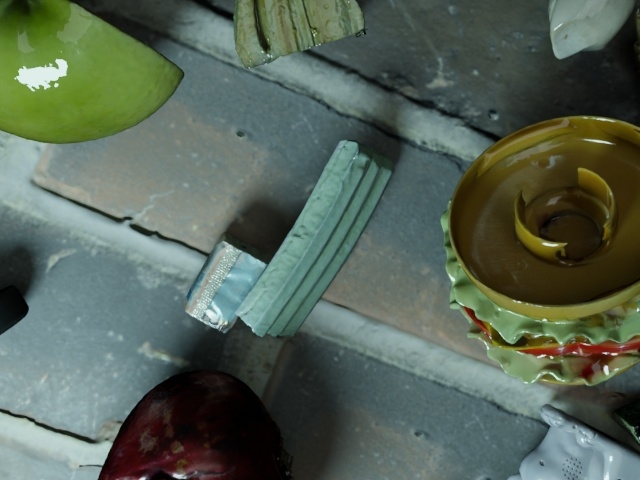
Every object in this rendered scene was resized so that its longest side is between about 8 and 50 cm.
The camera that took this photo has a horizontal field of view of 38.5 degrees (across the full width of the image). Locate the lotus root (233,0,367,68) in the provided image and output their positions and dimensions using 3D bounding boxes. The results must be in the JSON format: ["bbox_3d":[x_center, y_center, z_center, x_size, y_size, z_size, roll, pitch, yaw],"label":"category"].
[{"bbox_3d":[-0.029,-0.268,0.988,0.143,0.070,0.144,-9,104,0],"label":"lotus root"}]

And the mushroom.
[{"bbox_3d":[0.322,-0.295,1.023,0.097,0.088,0.213,35,86,-21],"label":"mushroom"}]

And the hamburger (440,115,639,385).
[{"bbox_3d":[0.269,0.024,0.983,0.274,0.274,0.212,-30,141,-3],"label":"hamburger"}]

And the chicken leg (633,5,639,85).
[{"bbox_3d":[0.402,-0.182,1.061,0.069,0.085,0.198,3,109,32],"label":"chicken leg"}]

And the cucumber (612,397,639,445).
[{"bbox_3d":[0.483,0.199,1.126,0.241,0.074,0.075,-20,100,-6],"label":"cucumber"}]

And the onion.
[{"bbox_3d":[-0.131,0.276,0.979,0.280,0.221,0.281,-4,99,-26],"label":"onion"}]

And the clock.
[{"bbox_3d":[0.322,0.287,1.111,0.176,0.080,0.117,27,93,-10],"label":"clock"}]

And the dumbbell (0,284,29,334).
[{"bbox_3d":[-0.399,0.022,0.962,0.100,0.100,0.191,-31,102,-3],"label":"dumbbell"}]

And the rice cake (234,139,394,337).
[{"bbox_3d":[0.000,0.000,1.011,0.043,0.127,0.237,33,95,22],"label":"rice cake"}]

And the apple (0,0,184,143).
[{"bbox_3d":[-0.254,-0.235,0.868,0.291,0.254,0.292,0,97,-3],"label":"apple"}]

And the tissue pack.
[{"bbox_3d":[-0.107,0.047,1.020,0.058,0.074,0.094,29,96,-14],"label":"tissue pack"}]
